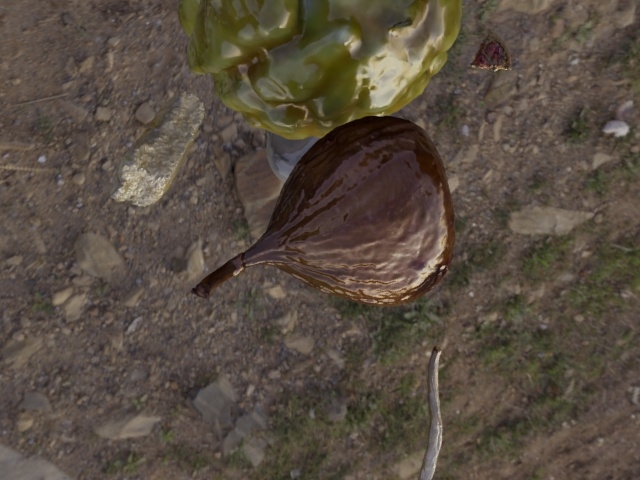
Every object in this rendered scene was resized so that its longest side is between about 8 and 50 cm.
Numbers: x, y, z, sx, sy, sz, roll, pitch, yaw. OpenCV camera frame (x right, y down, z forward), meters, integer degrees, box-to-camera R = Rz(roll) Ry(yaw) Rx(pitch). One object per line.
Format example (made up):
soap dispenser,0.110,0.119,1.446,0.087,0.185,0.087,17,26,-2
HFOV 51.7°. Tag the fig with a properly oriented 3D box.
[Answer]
fig,0.000,0.000,0.486,0.201,0.134,0.146,-28,118,-13

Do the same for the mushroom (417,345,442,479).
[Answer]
mushroom,0.099,0.229,0.618,0.028,0.026,0.285,-2,105,2

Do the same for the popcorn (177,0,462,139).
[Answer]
popcorn,-0.004,-0.218,0.567,0.282,0.247,0.281,5,81,-34

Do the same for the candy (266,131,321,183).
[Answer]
candy,-0.018,-0.279,1.884,0.296,0.295,0.185,-29,153,3

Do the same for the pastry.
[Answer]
pastry,-0.268,-0.154,1.104,0.089,0.258,0.121,24,130,-12

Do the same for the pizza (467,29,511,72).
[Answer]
pizza,0.430,-0.451,1.622,0.099,0.029,0.100,33,102,7
